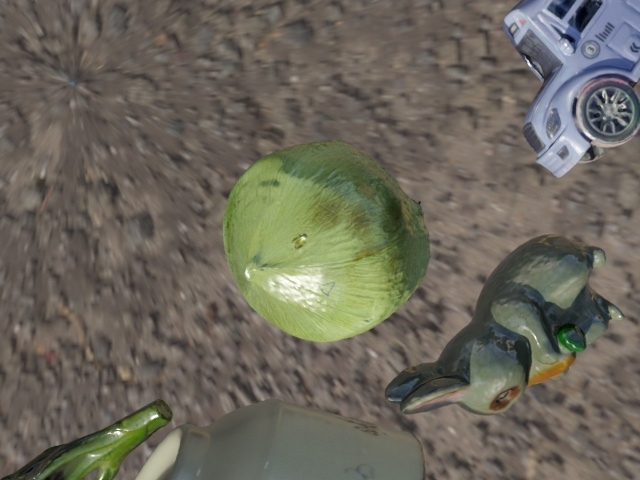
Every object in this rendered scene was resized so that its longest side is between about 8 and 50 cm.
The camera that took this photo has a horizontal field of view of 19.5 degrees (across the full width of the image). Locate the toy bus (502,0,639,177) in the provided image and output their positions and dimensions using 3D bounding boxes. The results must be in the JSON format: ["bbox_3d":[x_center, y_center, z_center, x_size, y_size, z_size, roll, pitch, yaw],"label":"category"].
[{"bbox_3d":[0.137,-0.110,0.830,0.076,0.073,0.167,37,85,1],"label":"toy bus"}]

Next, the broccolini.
[{"bbox_3d":[-0.193,0.172,1.355,0.202,0.068,0.091,-39,134,5],"label":"broccolini"}]

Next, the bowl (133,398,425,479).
[{"bbox_3d":[-0.052,0.184,1.024,0.126,0.238,0.238,30,90,-9],"label":"bowl"}]

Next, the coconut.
[{"bbox_3d":[0.000,0.000,0.799,0.096,0.087,0.088,-26,101,-50],"label":"coconut"}]

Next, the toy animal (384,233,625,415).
[{"bbox_3d":[0.165,0.095,1.692,0.236,0.138,0.108,-40,124,-9],"label":"toy animal"}]
